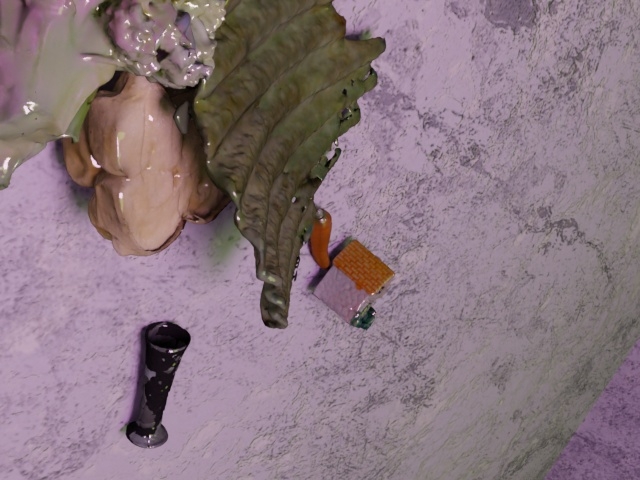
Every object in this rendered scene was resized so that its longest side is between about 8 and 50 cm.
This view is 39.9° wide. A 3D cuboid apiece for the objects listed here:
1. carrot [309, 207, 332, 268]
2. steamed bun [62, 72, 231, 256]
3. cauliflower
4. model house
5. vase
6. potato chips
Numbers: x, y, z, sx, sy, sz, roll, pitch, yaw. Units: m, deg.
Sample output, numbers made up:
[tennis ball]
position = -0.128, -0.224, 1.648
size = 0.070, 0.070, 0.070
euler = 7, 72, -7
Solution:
[carrot]
position = 0.000, 0.000, 1.224
size = 0.035, 0.035, 0.142
euler = -35, 149, -22
[steamed bun]
position = -0.176, -0.092, 0.882
size = 0.177, 0.106, 0.192
euler = -46, 139, -39
[cauliflower]
position = -0.195, -0.169, 0.655
size = 0.256, 0.238, 0.316
euler = 30, 70, -50
[model house]
position = 0.060, 0.066, 1.287
size = 0.100, 0.087, 0.100
euler = -54, 159, 4
[vase]
position = -0.209, 0.188, 1.127
size = 0.059, 0.059, 0.167
euler = -12, 129, -42
[potato chips]
position = -0.029, -0.114, 0.940
size = 0.373, 0.097, 0.389
euler = 66, 35, -54
